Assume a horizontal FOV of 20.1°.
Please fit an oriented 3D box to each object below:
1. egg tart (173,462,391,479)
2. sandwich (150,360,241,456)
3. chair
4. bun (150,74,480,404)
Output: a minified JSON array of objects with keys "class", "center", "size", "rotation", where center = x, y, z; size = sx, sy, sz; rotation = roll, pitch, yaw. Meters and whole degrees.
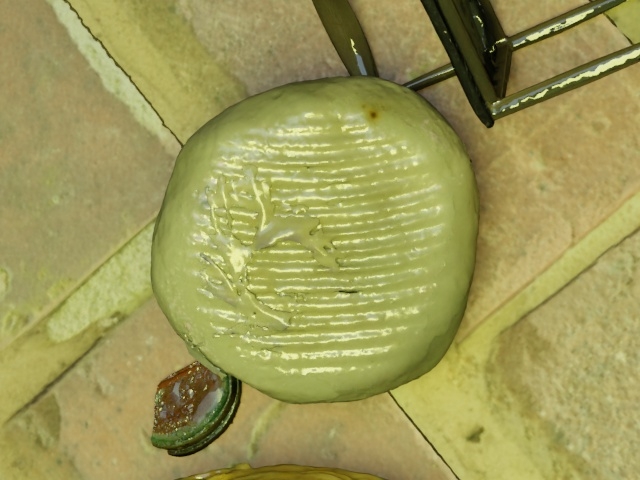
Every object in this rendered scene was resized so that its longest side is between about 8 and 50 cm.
[{"class":"egg tart","center":[-0.032,0.383,1.350],"size":[0.443,0.178,0.443],"rotation":[-5,68,12]},{"class":"sandwich","center":[-0.106,0.138,1.535],"size":[0.101,0.026,0.069],"rotation":[-38,72,7]},{"class":"chair","center":[0.115,-0.193,1.445],"size":[0.272,0.166,0.188],"rotation":[-22,111,18]},{"class":"bun","center":[-0.004,-0.004,1.447],"size":[0.273,0.168,0.273],"rotation":[0,102,2]}]
